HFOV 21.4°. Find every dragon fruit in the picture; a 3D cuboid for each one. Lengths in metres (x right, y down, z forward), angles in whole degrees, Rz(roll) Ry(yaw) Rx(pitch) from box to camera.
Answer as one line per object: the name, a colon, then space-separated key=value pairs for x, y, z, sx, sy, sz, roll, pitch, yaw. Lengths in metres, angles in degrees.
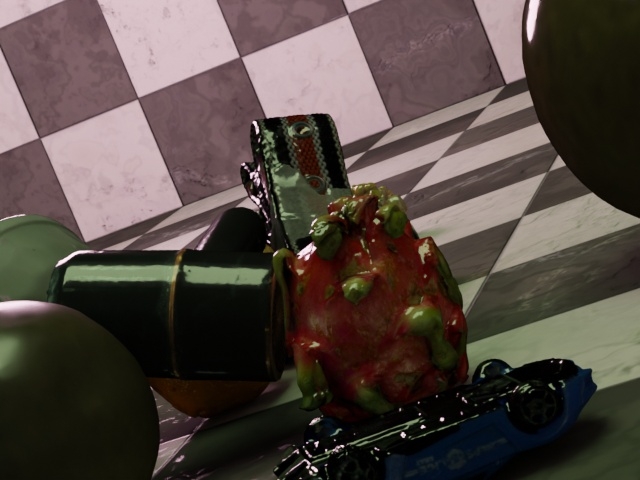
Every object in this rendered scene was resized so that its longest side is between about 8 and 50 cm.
dragon fruit: x=0.034 y=0.054 z=1.307 sx=0.160 sy=0.172 sz=0.166 roll=-15 pitch=12 yaw=41

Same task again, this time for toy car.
toy car: x=0.077 y=0.130 z=1.087 sx=0.216 sy=0.063 sz=0.103 roll=-18 pitch=8 yaw=-9

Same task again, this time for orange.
orange: x=-0.101 y=0.103 z=1.563 sx=0.135 sy=0.117 sz=0.135 roll=-6 pitch=22 yaw=2

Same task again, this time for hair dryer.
hair dryer: x=-0.110 y=0.028 z=1.489 sx=0.189 sy=0.107 sz=0.352 roll=1 pitch=15 yaw=6

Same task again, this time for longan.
longan: x=-0.240 y=0.158 z=1.250 sx=0.248 sy=0.248 sz=0.248 roll=-22 pitch=8 yaw=3
longan: x=0.346 y=-0.174 z=1.416 sx=0.361 sy=0.361 sz=0.361 roll=-22 pitch=8 yaw=3

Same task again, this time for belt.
belt: x=0.000 y=0.000 z=1.589 sx=0.094 sy=0.126 sz=0.359 roll=-6 pitch=32 yaw=-13

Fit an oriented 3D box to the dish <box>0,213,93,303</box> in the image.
dish: x=-0.249 y=0.127 z=1.496 sx=0.120 sy=0.303 sz=0.303 roll=19 pitch=30 yaw=27

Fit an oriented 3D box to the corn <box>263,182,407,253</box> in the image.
corn: x=-0.023 y=-0.001 z=2.137 sx=0.288 sy=0.086 sz=0.086 roll=-21 pitch=8 yaw=20

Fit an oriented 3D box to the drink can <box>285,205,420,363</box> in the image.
drink can: x=0.000 y=0.048 z=1.725 sx=0.097 sy=0.097 sz=0.235 roll=-14 pitch=11 yaw=45
